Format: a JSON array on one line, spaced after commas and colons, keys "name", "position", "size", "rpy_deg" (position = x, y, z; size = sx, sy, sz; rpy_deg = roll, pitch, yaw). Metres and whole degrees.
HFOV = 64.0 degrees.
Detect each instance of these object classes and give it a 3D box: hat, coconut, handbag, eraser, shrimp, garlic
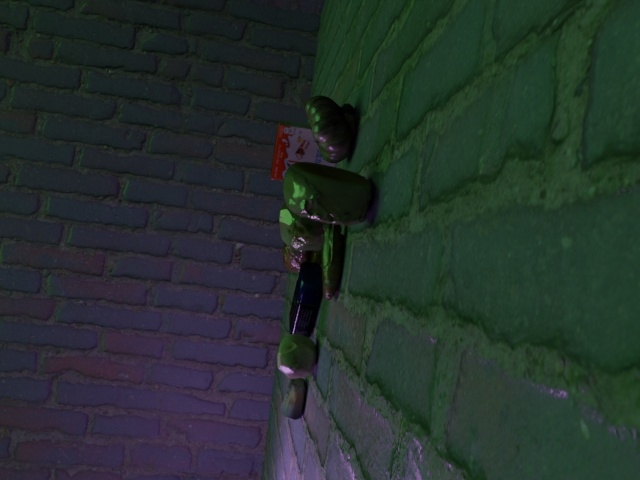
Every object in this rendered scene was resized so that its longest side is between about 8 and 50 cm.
[{"name": "hat", "position": [0.105, -0.460, 1.863], "size": [0.058, 0.042, 0.087], "rpy_deg": [45, 162, 59]}, {"name": "coconut", "position": [-0.092, 0.451, 1.970], "size": [0.162, 0.161, 0.161], "rpy_deg": [-78, -1, -64]}, {"name": "handbag", "position": [-0.108, 0.669, 2.141], "size": [0.117, 0.095, 0.173], "rpy_deg": [-114, 40, -86]}, {"name": "eraser", "position": [-0.062, 0.260, 2.126], "size": [0.155, 0.101, 0.332], "rpy_deg": [-93, 13, -52]}, {"name": "shrimp", "position": [0.034, 0.045, 1.745], "size": [0.168, 0.077, 0.317], "rpy_deg": [148, 127, -83]}, {"name": "coconut", "position": [-0.039, -0.073, 1.901], "size": [0.204, 0.236, 0.236], "rpy_deg": [-43, -22, -40]}, {"name": "garlic", "position": [0.045, -0.399, 1.803], "size": [0.245, 0.160, 0.245], "rpy_deg": [-25, -90, -85]}]

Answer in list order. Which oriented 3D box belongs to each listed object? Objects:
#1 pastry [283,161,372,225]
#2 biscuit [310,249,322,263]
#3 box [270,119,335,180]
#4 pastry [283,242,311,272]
[{"name": "pastry", "position": [0.021, -0.127, 1.397], "size": [0.265, 0.264, 0.133], "rpy_deg": [-109, 29, -73]}, {"name": "biscuit", "position": [0.001, 0.000, 2.136], "size": [0.289, 0.044, 0.202], "rpy_deg": [104, 172, -47]}, {"name": "box", "position": [-0.061, -0.356, 2.125], "size": [0.048, 0.264, 0.273], "rpy_deg": [-93, 12, -48]}, {"name": "pastry", "position": [-0.091, -0.010, 2.322], "size": [0.329, 0.136, 0.330], "rpy_deg": [13, -90, -85]}]
